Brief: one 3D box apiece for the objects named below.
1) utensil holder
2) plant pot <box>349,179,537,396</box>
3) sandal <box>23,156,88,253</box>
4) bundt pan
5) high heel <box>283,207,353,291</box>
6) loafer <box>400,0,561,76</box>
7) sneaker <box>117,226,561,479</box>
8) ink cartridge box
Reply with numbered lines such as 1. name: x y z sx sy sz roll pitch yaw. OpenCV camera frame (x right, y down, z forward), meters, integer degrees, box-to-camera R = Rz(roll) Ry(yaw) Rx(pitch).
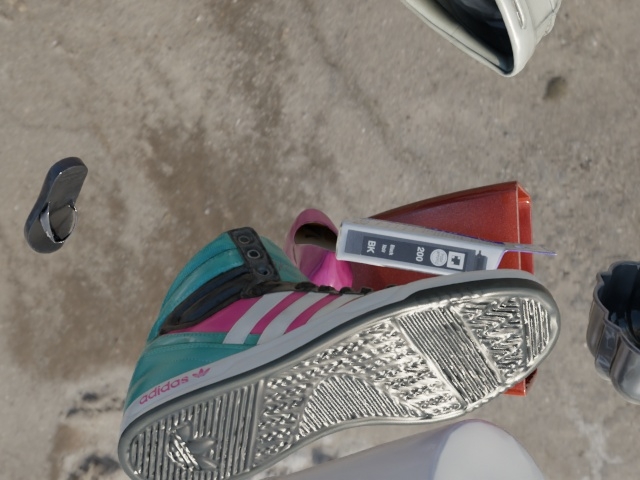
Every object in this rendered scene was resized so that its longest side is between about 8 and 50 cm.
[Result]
1. utensil holder: 0.087 0.428 1.301 0.385 0.327 0.327 -29 112 36
2. plant pot: 0.169 0.067 1.367 0.235 0.267 0.267 -3 87 16
3. sandal: -0.486 -0.049 1.830 0.054 0.097 0.254 51 141 18
4. bundt pan: 0.555 0.171 1.514 0.330 0.331 0.124 16 121 2
5. high heel: 0.000 0.000 1.169 0.082 0.244 0.117 10 123 -2
6. loafer: 0.050 -0.233 0.687 0.319 0.111 0.112 31 153 -25
7. sneaker: 0.003 0.056 0.696 0.295 0.178 0.124 -18 124 2
8. ink cartridge box: 0.131 0.012 1.036 0.208 0.206 0.045 8 93 8
